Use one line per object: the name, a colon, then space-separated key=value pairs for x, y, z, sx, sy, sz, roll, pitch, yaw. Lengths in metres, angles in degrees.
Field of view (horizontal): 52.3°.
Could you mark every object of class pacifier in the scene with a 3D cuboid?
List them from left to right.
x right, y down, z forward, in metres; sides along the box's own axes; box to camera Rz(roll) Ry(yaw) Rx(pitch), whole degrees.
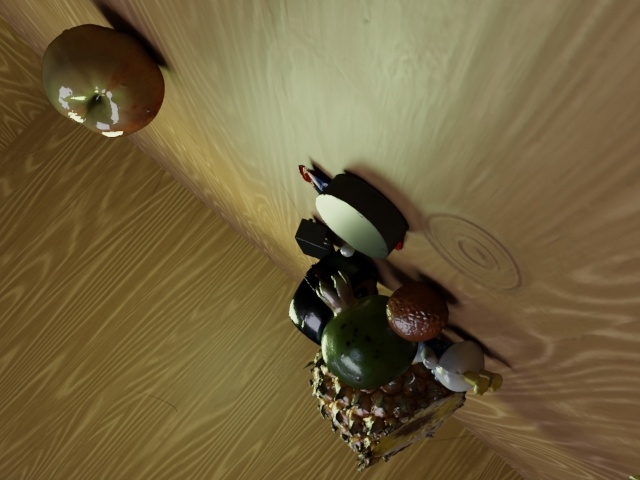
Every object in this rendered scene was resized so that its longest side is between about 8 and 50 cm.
pacifier: x=0.058 y=-0.001 z=1.090 sx=0.083 sy=0.064 sz=0.068 roll=35 pitch=-173 yaw=37

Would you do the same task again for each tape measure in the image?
tape measure: x=0.029 y=0.121 z=1.378 sx=0.135 sy=0.202 sz=0.223 roll=34 pitch=162 yaw=25

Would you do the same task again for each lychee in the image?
lychee: x=0.164 y=0.122 z=1.116 sx=0.101 sy=0.114 sz=0.140 roll=64 pitch=156 yaw=6

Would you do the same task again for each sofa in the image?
sofa: x=0.000 y=0.000 z=1.429 sx=0.085 sy=0.060 sz=0.147 roll=22 pitch=168 yaw=12

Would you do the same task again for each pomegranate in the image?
pomegranate: x=0.074 y=0.163 z=1.210 sx=0.225 sy=0.187 sz=0.187 roll=55 pitch=171 yaw=-2

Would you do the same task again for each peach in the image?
peach: x=-0.397 y=-0.309 z=1.210 sx=0.232 sy=0.232 sz=0.232 roll=40 pitch=172 yaw=7

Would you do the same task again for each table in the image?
table: x=0.057 y=-0.033 z=0.932 sx=0.133 sy=0.043 sz=0.133 roll=36 pitch=162 yaw=14

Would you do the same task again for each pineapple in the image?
pineapple: x=0.144 y=0.333 z=1.527 sx=0.300 sy=0.352 sz=0.352 roll=48 pitch=175 yaw=26

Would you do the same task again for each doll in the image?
doll: x=0.224 y=0.218 z=1.290 sx=0.138 sy=0.119 sz=0.293 roll=3 pitch=-162 yaw=-39

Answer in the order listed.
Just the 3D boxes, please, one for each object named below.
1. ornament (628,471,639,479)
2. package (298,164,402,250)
ornament: x=0.582 y=0.434 z=1.016 sx=0.201 sy=0.059 sz=0.180 roll=39 pitch=173 yaw=35
package: x=0.047 y=-0.050 z=1.029 sx=0.200 sy=0.022 sz=0.083 roll=37 pitch=171 yaw=13
